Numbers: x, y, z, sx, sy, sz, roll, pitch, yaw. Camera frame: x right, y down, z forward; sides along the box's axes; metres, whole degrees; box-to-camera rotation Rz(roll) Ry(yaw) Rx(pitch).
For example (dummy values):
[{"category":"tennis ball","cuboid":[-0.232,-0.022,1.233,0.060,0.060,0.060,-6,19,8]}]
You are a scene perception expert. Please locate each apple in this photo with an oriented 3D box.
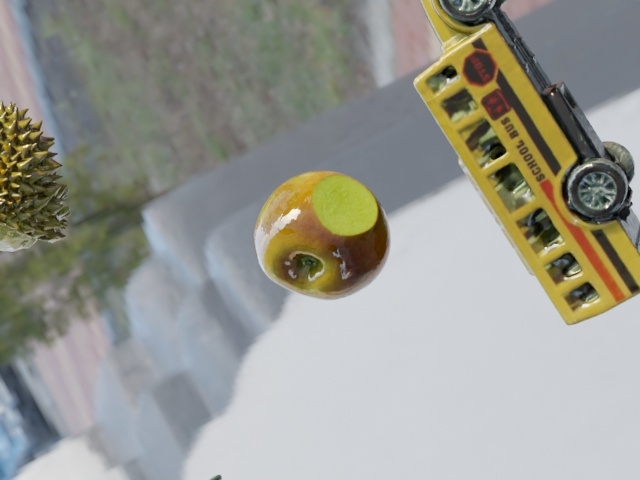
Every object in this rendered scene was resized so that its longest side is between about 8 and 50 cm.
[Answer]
[{"category":"apple","cuboid":[0.000,0.000,1.478,0.114,0.102,0.099,39,138,0]}]

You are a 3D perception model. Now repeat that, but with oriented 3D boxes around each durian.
[{"category":"durian","cuboid":[-0.262,-0.062,1.278,0.208,0.102,0.146,24,175,28]}]

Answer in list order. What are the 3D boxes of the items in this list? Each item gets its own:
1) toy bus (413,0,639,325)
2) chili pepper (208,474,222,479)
[{"category":"toy bus","cuboid":[0.180,-0.094,1.528,0.335,0.123,0.121,57,-162,-4]},{"category":"chili pepper","cuboid":[-0.133,0.226,1.298,0.050,0.153,0.041,39,-171,-44]}]
